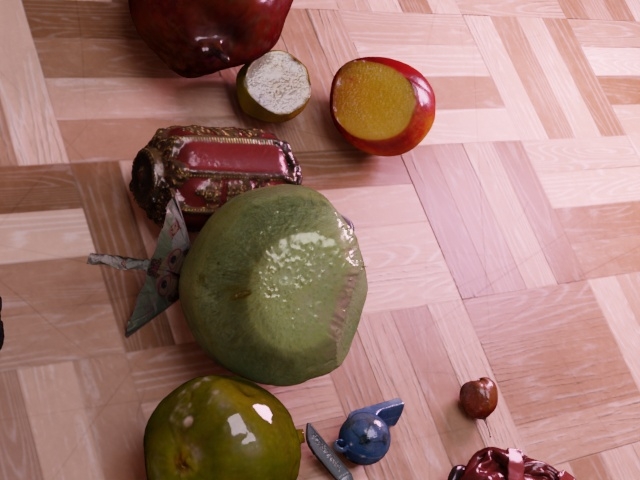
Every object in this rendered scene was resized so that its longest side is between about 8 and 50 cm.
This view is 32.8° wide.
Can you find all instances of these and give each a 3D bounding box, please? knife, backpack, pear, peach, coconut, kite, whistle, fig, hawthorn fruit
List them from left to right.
[{"bbox_3d":[-0.259,0.037,1.638,0.250,0.012,0.229,17,89,-57],"label":"kite"},{"bbox_3d":[-0.187,-0.432,1.890,0.308,0.308,0.324,14,79,-24],"label":"hawthorn fruit"},{"bbox_3d":[-0.100,0.311,1.510,0.314,0.233,0.233,32,46,-41],"label":"fig"},{"bbox_3d":[-0.086,-0.269,1.963,0.141,0.104,0.141,2,74,-9],"label":"pear"},{"bbox_3d":[-0.069,0.067,1.643,0.281,0.328,0.328,-11,66,-13],"label":"coconut"},{"bbox_3d":[0.039,0.366,1.671,0.028,0.015,0.210,-41,97,-13],"label":"knife"},{"bbox_3d":[0.083,0.307,1.710,0.158,0.090,0.090,-9,66,-36],"label":"whistle"},{"bbox_3d":[0.112,-0.253,2.015,0.192,0.190,0.190,25,49,-40],"label":"peach"},{"bbox_3d":[0.277,0.286,1.859,0.067,0.067,0.103,-7,77,-34],"label":"hawthorn fruit"},{"bbox_3d":[0.305,0.443,1.719,0.229,0.139,0.229,17,52,-22],"label":"backpack"}]

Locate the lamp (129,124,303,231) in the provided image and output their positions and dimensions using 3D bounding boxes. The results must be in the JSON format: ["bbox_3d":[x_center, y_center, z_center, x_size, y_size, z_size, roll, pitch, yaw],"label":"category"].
[{"bbox_3d":[-0.167,-0.099,1.767,0.274,0.177,0.177,-1,62,-30],"label":"lamp"}]

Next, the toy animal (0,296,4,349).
[{"bbox_3d":[-0.525,0.145,1.431,0.225,0.094,0.121,-29,121,-44],"label":"toy animal"}]

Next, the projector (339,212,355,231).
[{"bbox_3d":[0.000,0.000,1.854,0.083,0.082,0.083,29,50,-12],"label":"projector"}]
